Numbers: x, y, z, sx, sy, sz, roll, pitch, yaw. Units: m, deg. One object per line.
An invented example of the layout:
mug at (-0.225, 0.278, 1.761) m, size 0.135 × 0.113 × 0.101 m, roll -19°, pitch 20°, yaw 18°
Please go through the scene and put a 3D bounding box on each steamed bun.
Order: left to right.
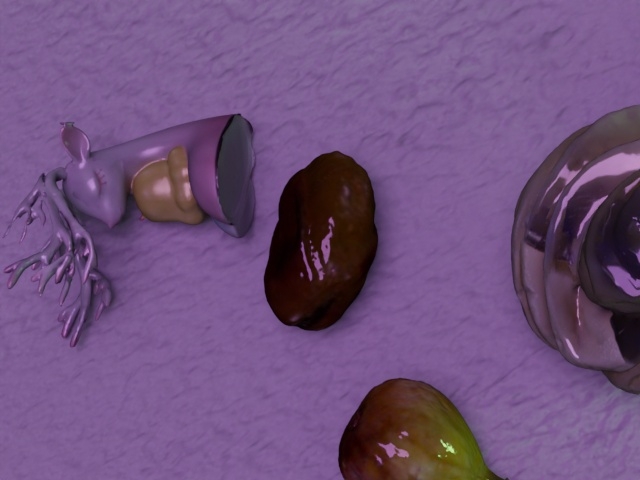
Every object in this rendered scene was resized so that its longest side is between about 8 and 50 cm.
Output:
steamed bun at (0.386, 0.008, 1.749) m, size 0.394 × 0.237 × 0.347 m, roll 9°, pitch 93°, yaw 26°

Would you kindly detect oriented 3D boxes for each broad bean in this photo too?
broad bean at (0.001, 0.001, 1.939) m, size 0.122 × 0.156 × 0.229 m, roll 21°, pitch 74°, yaw -25°

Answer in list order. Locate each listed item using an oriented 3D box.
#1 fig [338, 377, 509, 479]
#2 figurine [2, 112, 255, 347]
fig at (0.153, 0.265, 1.851) m, size 0.257 × 0.159 × 0.159 m, roll 18°, pitch 83°, yaw -3°
figurine at (-0.255, -0.032, 1.974) m, size 0.315 × 0.206 × 0.284 m, roll -7°, pitch 66°, yaw 17°
